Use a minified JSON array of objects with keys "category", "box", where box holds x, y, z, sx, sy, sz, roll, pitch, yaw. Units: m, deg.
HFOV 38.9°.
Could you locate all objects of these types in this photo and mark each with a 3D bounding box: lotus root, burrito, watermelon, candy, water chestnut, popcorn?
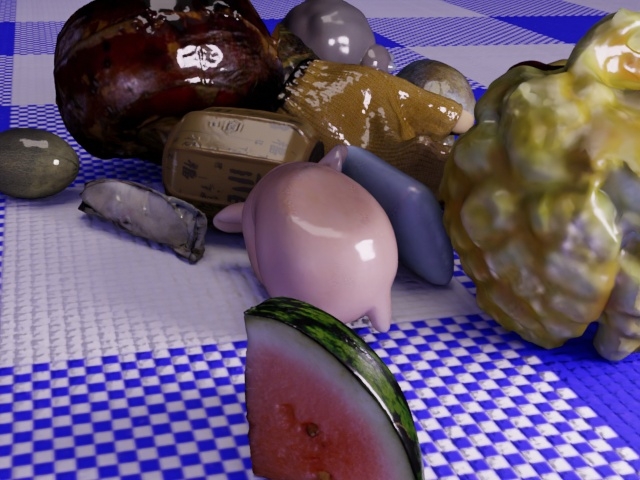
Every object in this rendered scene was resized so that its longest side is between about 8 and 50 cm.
[{"category":"lotus root","box":[0.161,-0.225,1.498,0.139,0.158,0.322,25,14,-10]},{"category":"burrito","box":[-0.222,-0.033,1.120,0.229,0.063,0.058,22,58,36]},{"category":"watermelon","box":[0.014,0.117,0.714,0.137,0.193,0.145,-38,1,29]},{"category":"candy","box":[0.086,-0.032,1.051,0.071,0.138,0.174,-31,33,-13]},{"category":"water chestnut","box":[-0.208,-0.211,1.307,0.335,0.347,0.335,-16,-8,-3]},{"category":"popcorn","box":[0.261,-0.049,0.925,0.279,0.274,0.336,-21,56,-11]}]

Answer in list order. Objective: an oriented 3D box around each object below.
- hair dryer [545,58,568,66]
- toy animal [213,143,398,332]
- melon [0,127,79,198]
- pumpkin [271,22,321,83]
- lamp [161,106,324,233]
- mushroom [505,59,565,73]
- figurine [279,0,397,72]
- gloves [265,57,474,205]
[{"category":"hair dryer","box":[0.536,-0.279,1.776,0.278,0.090,0.135,25,31,33]},{"category":"toy animal","box":[-0.011,-0.003,0.944,0.166,0.154,0.250,-12,22,-13]},{"category":"melon","box":[-0.393,-0.104,1.228,0.130,0.098,0.098,4,22,4]},{"category":"pumpkin","box":[-0.020,-0.280,1.577,0.162,0.111,0.279,15,38,-13]},{"category":"lamp","box":[-0.095,-0.088,1.138,0.185,0.161,0.161,10,23,14]},{"category":"mushroom","box":[0.446,-0.236,1.624,0.217,0.148,0.227,6,21,-37]},{"category":"figurine","box":[-0.054,-0.378,1.794,0.380,0.203,0.248,-5,27,-14]},{"category":"gloves","box":[0.095,-0.135,1.259,0.356,0.155,0.203,20,43,6]}]
